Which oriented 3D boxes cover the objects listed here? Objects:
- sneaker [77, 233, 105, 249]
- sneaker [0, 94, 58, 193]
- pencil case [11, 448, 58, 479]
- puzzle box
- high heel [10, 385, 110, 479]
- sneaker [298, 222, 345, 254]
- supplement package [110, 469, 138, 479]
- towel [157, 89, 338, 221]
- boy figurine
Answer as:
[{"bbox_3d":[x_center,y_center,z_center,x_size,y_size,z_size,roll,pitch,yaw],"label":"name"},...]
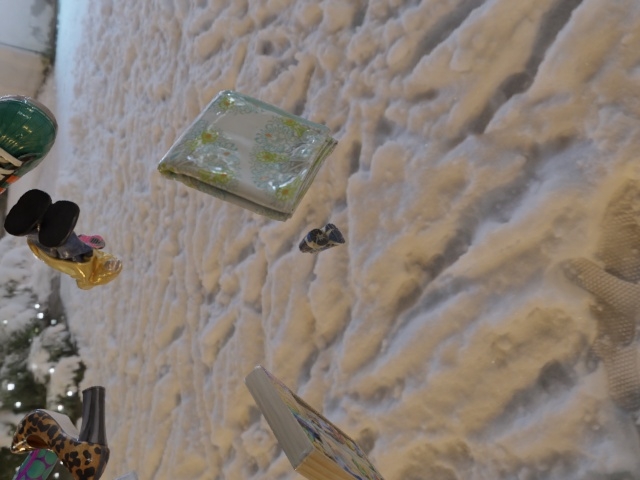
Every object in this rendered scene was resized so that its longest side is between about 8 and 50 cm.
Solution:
[{"bbox_3d":[-0.674,0.015,1.452,0.119,0.047,0.057,8,133,27],"label":"sneaker"},{"bbox_3d":[-0.500,-0.090,0.705,0.302,0.108,0.121,-27,43,20],"label":"sneaker"},{"bbox_3d":[-0.641,0.512,1.099,0.065,0.070,0.151,24,74,23],"label":"pencil case"},{"bbox_3d":[0.022,0.448,1.046,0.052,0.409,0.272,-45,35,-7],"label":"puzzle box"},{"bbox_3d":[-0.510,0.412,0.935,0.261,0.093,0.186,-31,51,15],"label":"high heel"},{"bbox_3d":[0.000,0.000,1.036,0.058,0.135,0.052,-36,73,30],"label":"sneaker"},{"bbox_3d":[-0.259,0.406,0.524,0.203,0.194,0.149,35,131,47],"label":"supplement package"},{"bbox_3d":[-0.177,-0.231,1.280,0.090,0.375,0.320,99,-165,-52],"label":"towel"},{"bbox_3d":[-0.424,0.022,0.866,0.285,0.177,0.092,99,-169,-69],"label":"boy figurine"}]
